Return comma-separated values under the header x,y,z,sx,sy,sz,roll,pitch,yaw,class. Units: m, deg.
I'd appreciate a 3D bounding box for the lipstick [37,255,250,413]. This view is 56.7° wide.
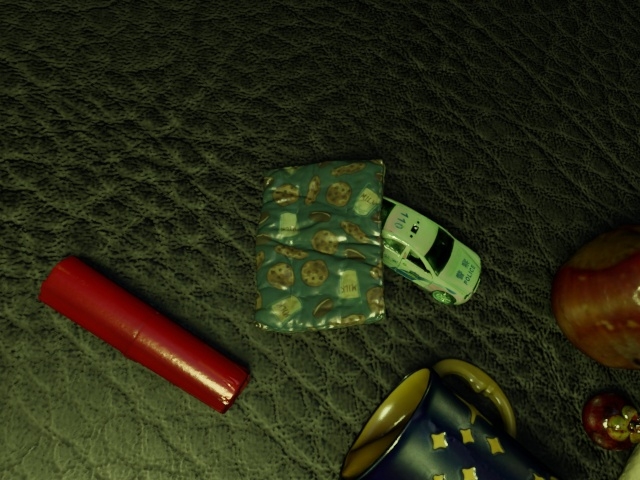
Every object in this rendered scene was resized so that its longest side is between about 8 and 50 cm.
x,y,z,sx,sy,sz,roll,pitch,yaw,class
-0.219,0.121,0.751,0.279,0.073,0.073,32,65,2,lipstick

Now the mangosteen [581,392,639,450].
x,y,z,sx,sy,sz,roll,pitch,yaw,class
0.414,0.254,0.839,0.080,0.081,0.081,5,67,-11,mangosteen

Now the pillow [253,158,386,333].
x,y,z,sx,sy,sz,roll,pitch,yaw,class
-0.002,0.002,0.830,0.188,0.034,0.256,-4,67,14,pillow

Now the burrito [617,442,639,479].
x,y,z,sx,sy,sz,roll,pitch,yaw,class
0.474,0.297,0.816,0.087,0.060,0.226,24,80,36,burrito

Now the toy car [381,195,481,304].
x,y,z,sx,sy,sz,roll,pitch,yaw,class
0.141,0.007,0.877,0.224,0.076,0.090,30,63,0,toy car

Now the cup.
x,y,z,sx,sy,sz,roll,pitch,yaw,class
0.199,0.269,0.731,0.256,0.178,0.255,38,67,2,cup

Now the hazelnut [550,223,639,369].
x,y,z,sx,sy,sz,roll,pitch,yaw,class
0.465,0.083,0.851,0.251,0.217,0.217,-14,70,13,hazelnut
